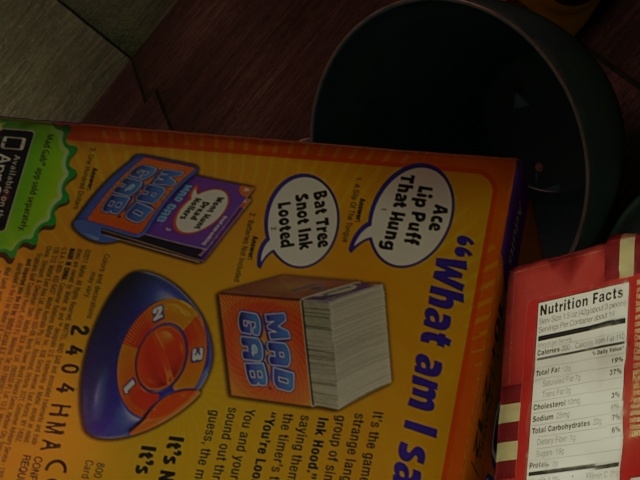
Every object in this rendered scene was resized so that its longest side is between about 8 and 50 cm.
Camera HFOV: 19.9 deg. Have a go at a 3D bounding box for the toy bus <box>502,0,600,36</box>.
[{"bbox_3d":[0.176,-0.266,1.951,0.211,0.220,0.149,-58,25,3],"label":"toy bus"}]

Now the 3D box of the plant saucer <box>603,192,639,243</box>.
[{"bbox_3d":[0.288,-0.002,1.534,0.195,0.037,0.195,-44,23,24],"label":"plant saucer"}]

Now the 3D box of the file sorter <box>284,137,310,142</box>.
[{"bbox_3d":[0.000,0.000,1.931,0.173,0.193,0.277,-56,21,-15],"label":"file sorter"}]

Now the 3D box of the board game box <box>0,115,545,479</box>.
[{"bbox_3d":[-0.044,0.165,1.239,0.356,0.356,0.356,6,66,16],"label":"board game box"}]

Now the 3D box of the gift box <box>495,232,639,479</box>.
[{"bbox_3d":[0.257,0.150,1.048,0.255,0.258,0.276,-12,66,51],"label":"gift box"}]

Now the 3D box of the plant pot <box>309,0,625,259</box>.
[{"bbox_3d":[0.164,-0.090,1.674,0.290,0.290,0.195,-36,-10,39],"label":"plant pot"}]
